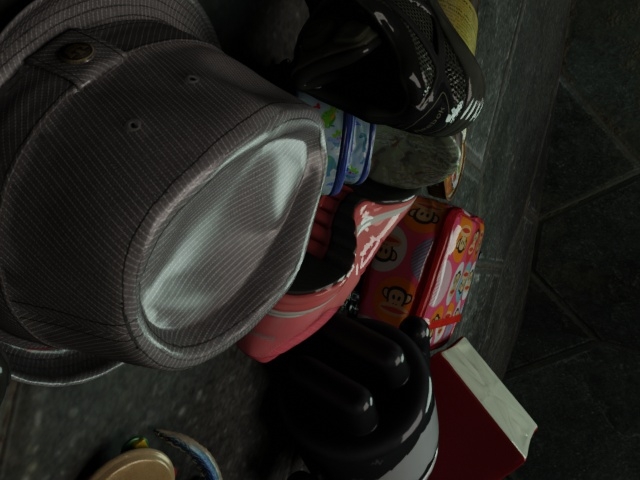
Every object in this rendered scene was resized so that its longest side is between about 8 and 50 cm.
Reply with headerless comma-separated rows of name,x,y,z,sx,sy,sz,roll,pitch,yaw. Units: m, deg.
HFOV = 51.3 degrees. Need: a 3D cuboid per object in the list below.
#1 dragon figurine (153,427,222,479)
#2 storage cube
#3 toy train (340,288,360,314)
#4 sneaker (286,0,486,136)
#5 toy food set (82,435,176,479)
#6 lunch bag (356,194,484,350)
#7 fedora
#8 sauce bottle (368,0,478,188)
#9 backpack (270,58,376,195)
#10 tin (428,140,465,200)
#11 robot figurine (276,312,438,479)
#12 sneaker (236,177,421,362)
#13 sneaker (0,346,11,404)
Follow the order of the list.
dragon figurine,-0.104,0.295,0.583,0.144,0.085,0.289,-56,152,-39
storage cube,0.187,0.284,1.017,0.193,0.215,0.183,-42,164,18
toy train,0.017,0.063,0.796,0.158,0.027,0.036,29,73,-67
sneaker,0.017,-0.171,0.467,0.087,0.228,0.130,-37,164,36
toy food set,-0.143,0.189,0.491,0.082,0.020,0.083,-32,127,-30
lunch bag,0.148,0.069,0.998,0.293,0.120,0.258,7,102,-68
fedora,-0.079,-0.028,0.399,0.275,0.124,0.244,-48,146,-47
sauce bottle,0.109,-0.214,0.689,0.111,0.111,0.344,71,29,-53
backpack,0.000,-0.088,0.538,0.114,0.084,0.105,-113,-151,-70
tin,0.205,-0.143,1.092,0.106,0.040,0.190,-61,154,-21
robot figurine,0.051,0.200,0.763,0.278,0.209,0.174,74,-2,-50
sneaker,-0.001,0.000,0.659,0.314,0.116,0.136,-46,163,-51
sneaker,-0.209,0.122,0.217,0.271,0.108,0.100,-45,141,-52
